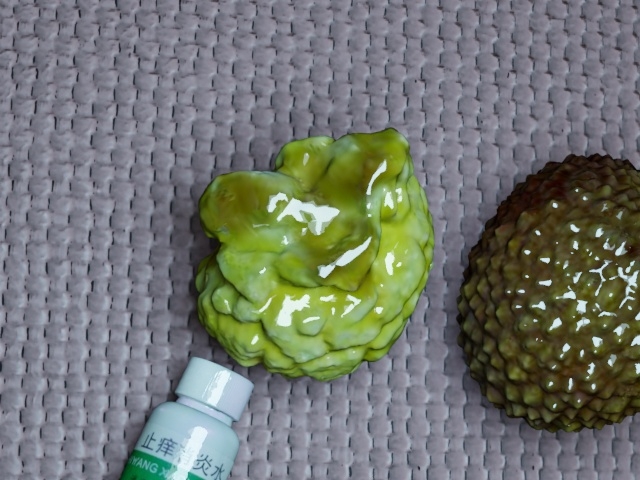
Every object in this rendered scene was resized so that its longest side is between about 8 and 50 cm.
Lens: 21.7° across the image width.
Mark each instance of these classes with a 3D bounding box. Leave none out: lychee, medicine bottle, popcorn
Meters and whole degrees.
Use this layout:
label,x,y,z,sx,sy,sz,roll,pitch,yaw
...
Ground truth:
label,x,y,z,sx,sy,sz,roll,pitch,yaw
lychee,0.249,0.057,1.607,0.267,0.267,0.267,2,80,-11
medicine bottle,-0.145,0.239,1.566,0.095,0.095,0.260,25,75,-6
popcorn,0.000,0.000,1.556,0.237,0.251,0.206,-4,43,-26
